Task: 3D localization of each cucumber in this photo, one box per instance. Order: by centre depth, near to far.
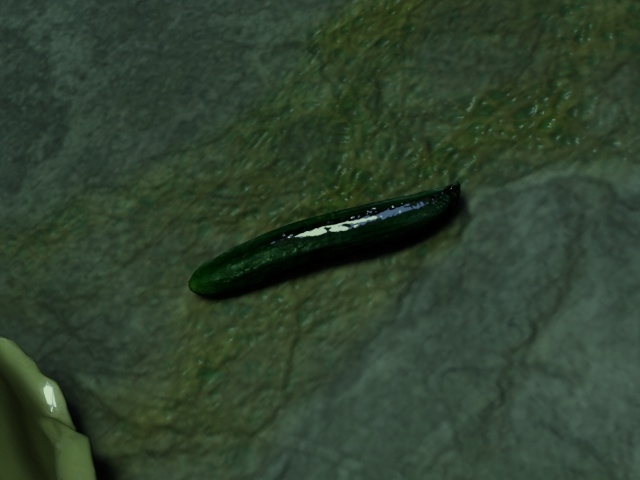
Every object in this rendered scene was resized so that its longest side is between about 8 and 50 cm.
[{"bbox_3d":[0.000,0.000,0.566,0.184,0.036,0.033,-16,67,12],"label":"cucumber"}]

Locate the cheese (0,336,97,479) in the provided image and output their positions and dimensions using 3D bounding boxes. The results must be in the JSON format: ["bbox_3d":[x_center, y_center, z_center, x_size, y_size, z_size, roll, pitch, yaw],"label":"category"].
[{"bbox_3d":[-0.237,0.156,0.460,0.233,0.127,0.266,-35,23,-9],"label":"cheese"}]
